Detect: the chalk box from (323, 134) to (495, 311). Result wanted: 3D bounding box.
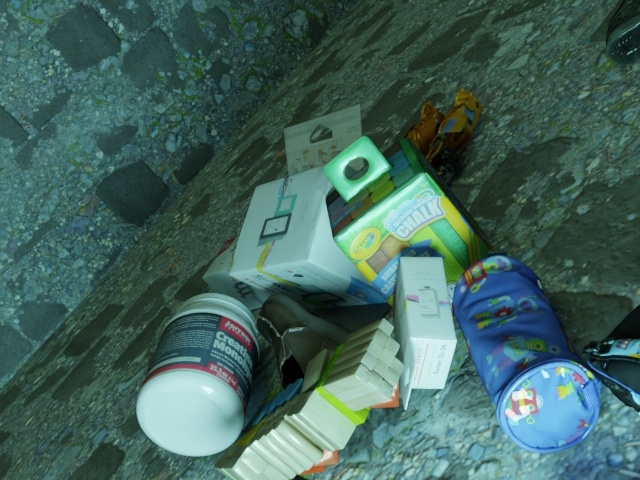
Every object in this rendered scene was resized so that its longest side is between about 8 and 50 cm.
[{"bbox_3d":[0.127,-0.032,1.364,0.180,0.289,0.179,-38,22,13],"label":"chalk box"}]

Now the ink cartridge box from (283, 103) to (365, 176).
[{"bbox_3d":[0.029,-0.133,1.823,0.296,0.066,0.261,-6,86,56],"label":"ink cartridge box"}]

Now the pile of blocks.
[{"bbox_3d":[0.002,0.260,1.250,0.362,0.113,0.149,-41,14,26],"label":"pile of blocks"}]

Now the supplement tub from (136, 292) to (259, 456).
[{"bbox_3d":[-0.217,0.241,1.577,0.191,0.191,0.272,-33,24,23],"label":"supplement tub"}]

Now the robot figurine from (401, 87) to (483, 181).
[{"bbox_3d":[0.219,-0.187,1.785,0.211,0.085,0.291,-15,34,52],"label":"robot figurine"}]

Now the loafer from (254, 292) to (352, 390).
[{"bbox_3d":[-0.036,0.187,1.445,0.130,0.134,0.366,-47,22,-13],"label":"loafer"}]

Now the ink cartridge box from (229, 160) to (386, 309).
[{"bbox_3d":[0.000,0.000,1.588,0.270,0.198,0.197,-12,57,54],"label":"ink cartridge box"}]

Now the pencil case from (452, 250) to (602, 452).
[{"bbox_3d":[0.253,0.129,1.077,0.133,0.119,0.306,-24,24,8],"label":"pencil case"}]

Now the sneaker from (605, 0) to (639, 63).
[{"bbox_3d":[0.617,-0.423,1.542,0.227,0.087,0.130,-34,28,34],"label":"sneaker"}]

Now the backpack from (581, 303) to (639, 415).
[{"bbox_3d":[0.382,0.124,0.862,0.158,0.117,0.173,-44,21,-4],"label":"backpack"}]

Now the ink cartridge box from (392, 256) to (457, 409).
[{"bbox_3d":[0.147,0.132,1.219,0.067,0.115,0.198,2,45,-3],"label":"ink cartridge box"}]

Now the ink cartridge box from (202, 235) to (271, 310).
[{"bbox_3d":[-0.139,0.062,1.874,0.176,0.127,0.128,-19,30,43],"label":"ink cartridge box"}]
